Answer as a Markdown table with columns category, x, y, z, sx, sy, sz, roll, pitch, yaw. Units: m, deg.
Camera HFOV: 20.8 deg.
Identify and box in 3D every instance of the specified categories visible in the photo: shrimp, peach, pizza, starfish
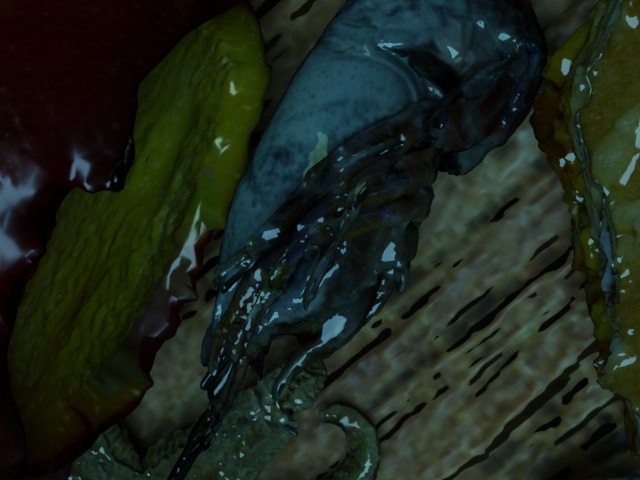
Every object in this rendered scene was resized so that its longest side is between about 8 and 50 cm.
| category | x | y | z | sx | sy | sz | roll | pitch | yaw |
| --- | --- | --- | --- | --- | --- | --- | --- | --- | --- |
| shrimp | 0.000 | 0.000 | 0.621 | 0.079 | 0.090 | 0.233 | 32 | 87 | 0 |
| peach | -0.110 | -0.009 | 0.591 | 0.226 | 0.196 | 0.190 | -24 | 137 | 16 |
| pizza | 0.135 | -0.005 | 0.623 | 0.127 | 0.058 | 0.246 | -31 | 116 | -9 |
| starfish | -0.075 | 0.117 | 0.696 | 0.209 | 0.053 | 0.150 | -18 | 100 | 14 |

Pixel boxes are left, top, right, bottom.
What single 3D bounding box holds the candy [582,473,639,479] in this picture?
| category | x | y | z | sx | sy | sz | roll | pitch | yaw |
| --- | --- | --- | --- | --- | --- | --- | --- | --- | --- |
| candy | 0.179 | 0.208 | 0.691 | 0.086 | 0.059 | 0.292 | -31 | 102 | 12 |
